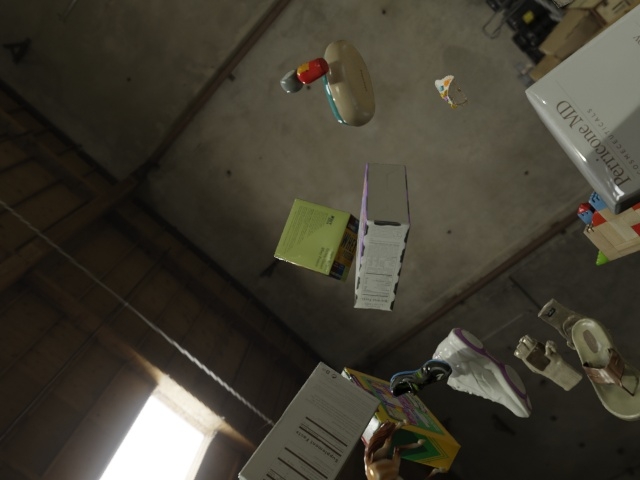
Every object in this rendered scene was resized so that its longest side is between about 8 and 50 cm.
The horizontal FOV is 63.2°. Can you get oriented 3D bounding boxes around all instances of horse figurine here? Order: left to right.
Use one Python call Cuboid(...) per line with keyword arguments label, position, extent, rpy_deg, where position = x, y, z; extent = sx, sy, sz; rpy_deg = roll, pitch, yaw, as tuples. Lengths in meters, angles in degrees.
Cuboid(label="horse figurine", position=(0.168, 0.496, 1.086), extent=(0.263, 0.175, 0.066), rpy_deg=(57, 165, -6))

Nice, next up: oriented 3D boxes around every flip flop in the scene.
Cuboid(label="flip flop", position=(0.653, 0.285, 1.194), extent=(0.080, 0.112, 0.277), rpy_deg=(29, -147, -28))

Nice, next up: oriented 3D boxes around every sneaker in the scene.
Cuboid(label="sneaker", position=(0.273, 0.381, 1.409), extent=(0.067, 0.188, 0.078), rpy_deg=(54, -153, -15))
Cuboid(label="sneaker", position=(0.456, 0.390, 1.474), extent=(0.305, 0.152, 0.114), rpy_deg=(44, -156, 11))

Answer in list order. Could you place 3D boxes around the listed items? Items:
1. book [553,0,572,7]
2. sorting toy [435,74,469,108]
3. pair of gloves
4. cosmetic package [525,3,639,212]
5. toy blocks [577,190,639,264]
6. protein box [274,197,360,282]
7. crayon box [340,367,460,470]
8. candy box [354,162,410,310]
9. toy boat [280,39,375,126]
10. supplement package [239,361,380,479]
Cuboid(label="book", position=(0.510, -0.602, 1.150), extent=(0.096, 0.035, 0.144), rpy_deg=(1, -104, -46))
Cuboid(label="sorting toy", position=(0.309, -0.362, 1.267), extent=(0.083, 0.045, 0.075), rpy_deg=(44, -174, -35))
Cuboid(label="pair of gloves", position=(0.732, 0.318, 1.592), extent=(0.204, 0.240, 0.042), rpy_deg=(30, -159, 15))
Cuboid(label="cosmetic package", position=(0.747, -0.304, 1.169), extent=(0.327, 0.394, 0.329), rpy_deg=(3, -126, -61))
Cuboid(label="toy blocks", position=(1.011, -0.098, 1.718), extent=(0.261, 0.381, 0.190), rpy_deg=(45, -125, -4))
Cuboid(label="protein box", position=(0.000, 0.000, 1.631), extent=(0.201, 0.199, 0.136), rpy_deg=(17, 174, 28))
Cuboid(label="crayon box", position=(0.247, 0.600, 1.776), extent=(0.313, 0.106, 0.363), rpy_deg=(24, -174, -20))
Cuboid(label="candy box", position=(0.101, -0.006, 0.889), extent=(0.070, 0.196, 0.164), rpy_deg=(5, -139, 2))
Cuboid(label="toy boat", position=(0.028, -0.467, 1.536), extent=(0.318, 0.148, 0.267), rpy_deg=(-6, -97, -53))
Cuboid(label="supplement package", position=(-0.019, 0.370, 0.927), extent=(0.134, 0.139, 0.244), rpy_deg=(30, -126, 15))
